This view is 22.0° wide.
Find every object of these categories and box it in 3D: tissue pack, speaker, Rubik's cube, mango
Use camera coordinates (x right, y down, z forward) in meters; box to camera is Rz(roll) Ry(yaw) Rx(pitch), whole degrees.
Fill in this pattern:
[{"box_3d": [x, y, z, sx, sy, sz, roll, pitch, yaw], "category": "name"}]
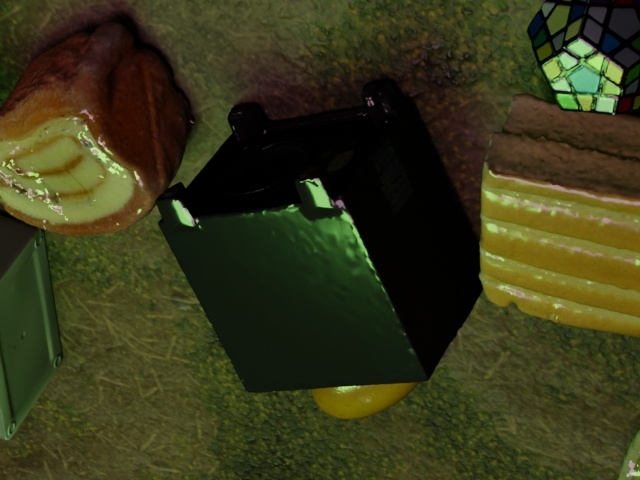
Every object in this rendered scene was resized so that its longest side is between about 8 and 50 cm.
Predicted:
[{"box_3d": [-0.417, 0.100, 1.998, 0.136, 0.159, 0.246, 15, 134, 15], "category": "tissue pack"}, {"box_3d": [0.000, 0.000, 1.650, 0.232, 0.184, 0.254, -7, 122, 34], "category": "speaker"}, {"box_3d": [0.243, -0.167, 1.406, 0.133, 0.112, 0.133, 18, 135, 19], "category": "Rubik's cube"}, {"box_3d": [0.061, 0.132, 1.811, 0.102, 0.085, 0.184, 44, 126, -8], "category": "mango"}]

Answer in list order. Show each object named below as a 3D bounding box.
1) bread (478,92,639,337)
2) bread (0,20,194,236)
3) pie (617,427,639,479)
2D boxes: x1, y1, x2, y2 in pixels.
[{"box_3d": [0.276, -0.009, 1.510, 0.246, 0.111, 0.239, 13, 149, 13], "category": "bread"}, {"box_3d": [-0.256, -0.104, 1.745, 0.244, 0.123, 0.190, -19, 119, 42], "category": "bread"}, {"box_3d": [0.466, 0.289, 1.725, 0.339, 0.077, 0.339, 16, 136, 17], "category": "pie"}]
